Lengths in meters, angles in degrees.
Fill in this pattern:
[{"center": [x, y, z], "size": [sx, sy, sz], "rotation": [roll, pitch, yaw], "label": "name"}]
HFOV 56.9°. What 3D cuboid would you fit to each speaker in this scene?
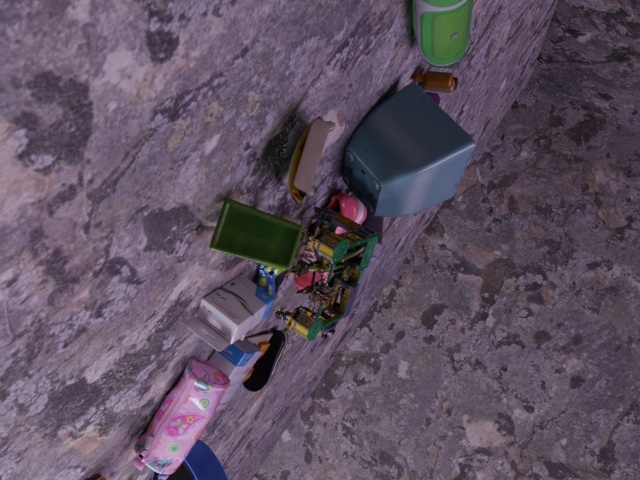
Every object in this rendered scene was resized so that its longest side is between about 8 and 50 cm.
[{"center": [0.276, -0.506, 1.327], "size": [0.131, 0.131, 0.296], "rotation": [-55, 165, -3], "label": "speaker"}]

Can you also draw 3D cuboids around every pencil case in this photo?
[{"center": [-0.333, 0.422, 1.412], "size": [0.284, 0.124, 0.124], "rotation": [-56, 165, 6], "label": "pencil case"}]

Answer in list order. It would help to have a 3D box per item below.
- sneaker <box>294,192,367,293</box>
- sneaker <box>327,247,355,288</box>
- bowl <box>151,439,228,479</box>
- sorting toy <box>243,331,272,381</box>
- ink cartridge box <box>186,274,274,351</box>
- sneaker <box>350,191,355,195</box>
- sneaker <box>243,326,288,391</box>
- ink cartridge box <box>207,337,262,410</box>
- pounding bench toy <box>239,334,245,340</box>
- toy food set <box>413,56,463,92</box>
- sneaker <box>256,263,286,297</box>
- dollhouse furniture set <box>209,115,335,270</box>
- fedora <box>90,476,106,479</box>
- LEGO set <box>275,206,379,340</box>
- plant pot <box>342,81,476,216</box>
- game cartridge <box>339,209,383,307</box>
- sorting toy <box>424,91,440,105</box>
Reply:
[{"center": [0.000, -0.001, 1.628], "size": [0.313, 0.116, 0.136], "rotation": [-61, 150, 5], "label": "sneaker"}, {"center": [0.032, 0.098, 1.962], "size": [0.121, 0.079, 0.216], "rotation": [-29, 151, -38], "label": "sneaker"}, {"center": [-0.344, 0.732, 1.566], "size": [0.077, 0.391, 0.391], "rotation": [-2, 130, -39], "label": "bowl"}, {"center": [-0.226, 0.369, 1.779], "size": [0.193, 0.038, 0.208], "rotation": [-58, 165, 8], "label": "sorting toy"}, {"center": [-0.196, 0.156, 1.301], "size": [0.180, 0.104, 0.060], "rotation": [-34, 154, -54], "label": "ink cartridge box"}, {"center": [0.153, -0.182, 1.741], "size": [0.208, 0.082, 0.094], "rotation": [-51, 158, -42], "label": "sneaker"}, {"center": [-0.165, 0.389, 1.921], "size": [0.234, 0.084, 0.097], "rotation": [-58, 166, 9], "label": "sneaker"}, {"center": [-0.255, 0.354, 1.577], "size": [0.190, 0.082, 0.139], "rotation": [-55, 164, 0], "label": "ink cartridge box"}, {"center": [-0.205, 0.210, 1.424], "size": [0.052, 0.083, 0.065], "rotation": [-58, 164, 7], "label": "pounding bench toy"}, {"center": [0.339, -0.492, 1.671], "size": [0.111, 0.105, 0.232], "rotation": [78, 29, -52], "label": "toy food set"}, {"center": [-0.117, 0.068, 1.467], "size": [0.078, 0.067, 0.188], "rotation": [-71, -179, -52], "label": "sneaker"}, {"center": [-0.094, -0.103, 1.153], "size": [0.197, 0.151, 0.301], "rotation": [170, -62, -83], "label": "dollhouse furniture set"}, {"center": [-0.528, 0.623, 1.306], "size": [0.194, 0.079, 0.194], "rotation": [-51, 164, -21], "label": "fedora"}, {"center": [-0.017, 0.065, 1.462], "size": [0.255, 0.192, 0.331], "rotation": [-27, 138, -47], "label": "LEGO set"}, {"center": [0.198, -0.204, 1.531], "size": [0.252, 0.247, 0.247], "rotation": [-31, 156, -19], "label": "plant pot"}, {"center": [0.136, 0.055, 2.023], "size": [0.230, 0.068, 0.355], "rotation": [-74, -177, -47], "label": "game cartridge"}, {"center": [0.274, -0.266, 1.785], "size": [0.126, 0.127, 0.365], "rotation": [142, -36, -83], "label": "sorting toy"}]
